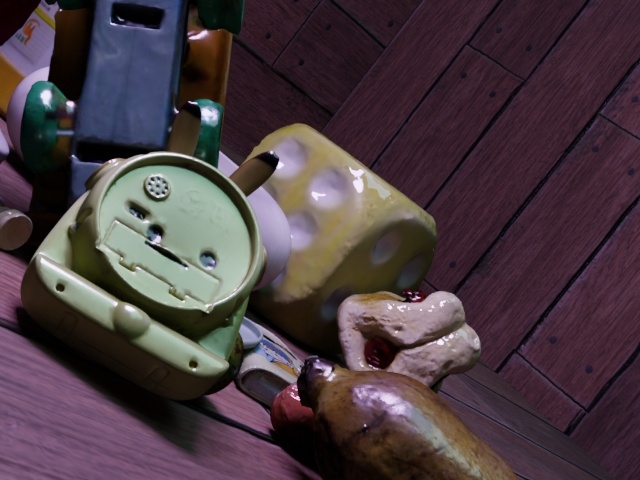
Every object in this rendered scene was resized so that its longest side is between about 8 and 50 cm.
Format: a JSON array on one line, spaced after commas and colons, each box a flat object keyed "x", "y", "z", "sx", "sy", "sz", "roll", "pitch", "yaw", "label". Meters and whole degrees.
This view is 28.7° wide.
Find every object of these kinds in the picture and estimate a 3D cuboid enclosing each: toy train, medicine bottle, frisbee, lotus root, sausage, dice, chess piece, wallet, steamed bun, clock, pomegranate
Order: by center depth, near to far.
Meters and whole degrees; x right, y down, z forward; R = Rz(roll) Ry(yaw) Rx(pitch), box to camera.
[{"x": -0.119, "y": -0.002, "z": 0.994, "sx": 0.170, "sy": 0.232, "sz": 0.069, "roll": 30, "pitch": -35, "yaw": -9, "label": "clock"}, {"x": -0.094, "y": 0.090, "z": 1.063, "sx": 0.073, "sy": 0.084, "sz": 0.073, "roll": 31, "pitch": 24, "yaw": -16, "label": "pomegranate"}, {"x": 0.075, "y": 0.195, "z": 1.068, "sx": 0.260, "sy": 0.128, "sz": 0.145, "roll": 45, "pitch": -3, "yaw": 8, "label": "lotus root"}, {"x": -0.289, "y": -0.029, "z": 1.083, "sx": 0.092, "sy": 0.035, "sz": 0.035, "roll": 36, "pitch": 3, "yaw": 34, "label": "chess piece"}, {"x": -0.004, "y": 0.167, "z": 1.150, "sx": 0.094, "sy": 0.059, "sz": 0.054, "roll": 37, "pitch": 45, "yaw": -23, "label": "sausage"}, {"x": -0.169, "y": -0.142, "z": 1.182, "sx": 0.178, "sy": 0.429, "sz": 0.249, "roll": 6, "pitch": -13, "yaw": -4, "label": "toy train"}, {"x": -0.111, "y": 0.083, "z": 1.249, "sx": 0.110, "sy": 0.014, "sz": 0.110, "roll": 18, "pitch": 11, "yaw": -4, "label": "frisbee"}, {"x": -0.048, "y": 0.133, "z": 1.284, "sx": 0.110, "sy": 0.039, "sz": 0.155, "roll": 35, "pitch": 6, "yaw": -20, "label": "wallet"}, {"x": 0.122, "y": 0.129, "z": 1.573, "sx": 0.141, "sy": 0.155, "sz": 0.172, "roll": -12, "pitch": 80, "yaw": -60, "label": "steamed bun"}, {"x": -0.312, "y": -0.239, "z": 1.698, "sx": 0.238, "sy": 0.232, "sz": 0.238, "roll": 37, "pitch": 4, "yaw": -3, "label": "medicine bottle"}, {"x": 0.000, "y": 0.000, "z": 1.708, "sx": 0.227, "sy": 0.238, "sz": 0.233, "roll": 39, "pitch": 6, "yaw": 32, "label": "dice"}]

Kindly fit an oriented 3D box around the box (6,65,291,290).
[{"x": -0.196, "y": -0.067, "z": 1.484, "sx": 0.288, "sy": 0.141, "sz": 0.349, "roll": 39, "pitch": 5, "yaw": 27, "label": "box"}]

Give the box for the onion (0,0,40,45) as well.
[{"x": -0.379, "y": -0.241, "z": 0.917, "sx": 0.398, "sy": 0.398, "sz": 0.420, "roll": 35, "pitch": 42, "yaw": -32, "label": "onion"}]

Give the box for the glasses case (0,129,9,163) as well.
[{"x": -0.380, "y": -0.133, "z": 1.282, "sx": 0.076, "sy": 0.049, "sz": 0.197, "roll": 34, "pitch": 6, "yaw": -46, "label": "glasses case"}]
